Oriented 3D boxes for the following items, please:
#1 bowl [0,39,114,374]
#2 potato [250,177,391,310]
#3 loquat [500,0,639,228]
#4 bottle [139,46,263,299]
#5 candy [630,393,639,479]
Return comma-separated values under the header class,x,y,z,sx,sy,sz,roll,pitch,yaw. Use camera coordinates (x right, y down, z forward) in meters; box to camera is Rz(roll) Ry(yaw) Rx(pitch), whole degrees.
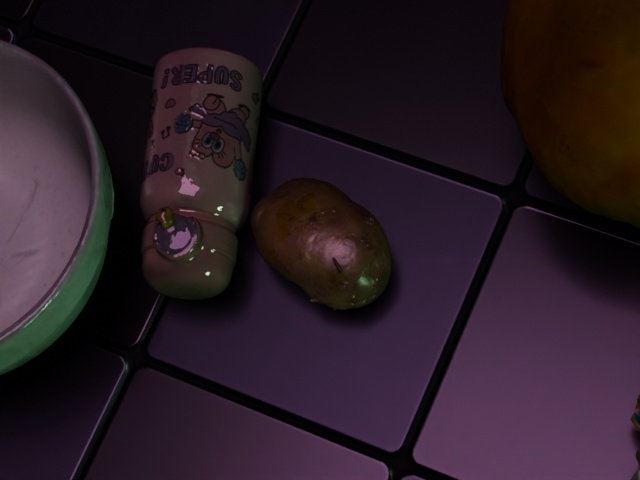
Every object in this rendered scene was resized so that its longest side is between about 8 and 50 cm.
class,x,y,z,sx,sy,sz,roll,pitch,yaw
bowl,-0.314,-0.011,1.326,0.307,0.163,0.307,-4,68,9
potato,0.000,0.000,1.313,0.138,0.070,0.091,38,80,21
loquat,0.275,-0.153,1.204,0.276,0.284,0.276,14,55,-21
bottle,-0.106,-0.056,1.332,0.097,0.110,0.209,0,69,11
candy,0.242,0.204,1.180,0.073,0.077,0.262,23,72,17
